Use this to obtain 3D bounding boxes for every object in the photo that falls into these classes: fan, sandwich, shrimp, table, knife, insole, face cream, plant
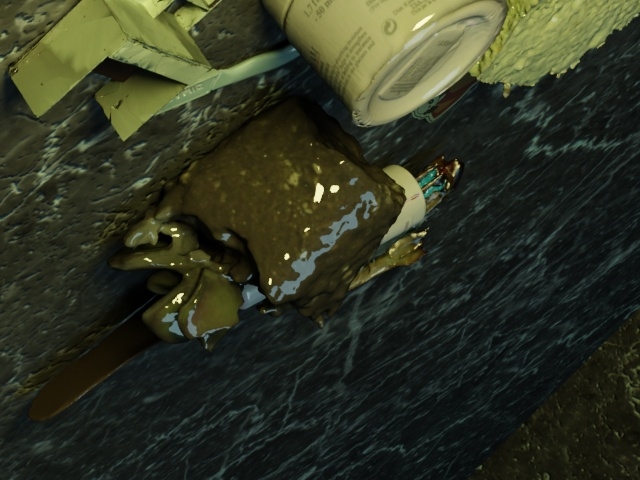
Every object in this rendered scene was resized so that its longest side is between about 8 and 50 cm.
[{"bbox_3d":[0.190,-0.213,2.206,0.220,0.009,0.132,-40,163,7],"label":"fan"},{"bbox_3d":[0.247,-0.285,1.948,0.325,0.131,0.262,-36,164,-15],"label":"sandwich"},{"bbox_3d":[0.099,-0.011,2.448,0.290,0.054,0.222,-43,161,26],"label":"shrimp"},{"bbox_3d":[-0.148,-0.167,1.581,0.175,0.062,0.146,-40,162,15],"label":"table"},{"bbox_3d":[-0.097,-0.150,1.794,0.210,0.015,0.028,-25,165,-33],"label":"knife"},{"bbox_3d":[-0.194,0.099,2.122,0.327,0.007,0.111,-36,-155,7],"label":"insole"},{"bbox_3d":[0.000,0.000,2.244,0.269,0.082,0.082,-29,160,-28],"label":"face cream"},{"bbox_3d":[0.058,-0.211,1.722,0.177,0.153,0.177,-33,162,-12],"label":"face cream"},{"bbox_3d":[-0.059,-0.002,1.947,0.276,0.188,0.199,-42,161,11],"label":"plant"}]
